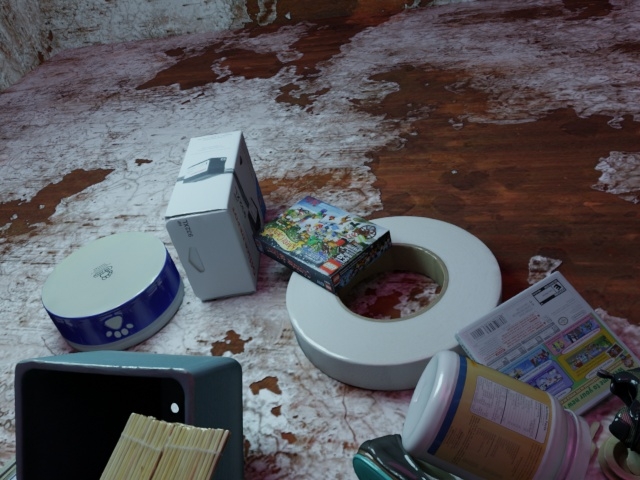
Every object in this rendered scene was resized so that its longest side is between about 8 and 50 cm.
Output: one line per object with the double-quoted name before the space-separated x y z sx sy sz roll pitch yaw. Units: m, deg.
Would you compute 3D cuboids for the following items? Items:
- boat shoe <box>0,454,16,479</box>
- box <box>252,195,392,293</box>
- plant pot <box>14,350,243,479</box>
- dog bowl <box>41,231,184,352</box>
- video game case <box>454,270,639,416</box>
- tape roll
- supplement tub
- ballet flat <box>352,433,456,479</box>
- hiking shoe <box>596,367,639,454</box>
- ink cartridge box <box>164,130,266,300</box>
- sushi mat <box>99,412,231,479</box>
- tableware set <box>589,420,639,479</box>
"boat shoe" -0.398 0.322 0.910 0.302 0.109 0.094 -38 42 -24
"box" 0.000 0.000 1.124 0.159 0.044 0.233 -37 42 -27
"plant pot" -0.224 0.268 0.792 0.247 0.248 0.252 -1 0 16
"dog bowl" -0.427 0.101 1.196 0.265 0.104 0.265 -9 38 7
"video game case" 0.346 0.170 0.877 0.212 0.023 0.193 -27 63 -16
"tape roll" 0.132 0.097 1.054 0.392 0.072 0.392 -9 37 7
"supplement tub" 0.221 0.243 0.741 0.200 0.144 0.144 23 46 4
"ballet flat" 0.154 0.340 0.728 0.096 0.095 0.280 -20 36 -27
"hiking shoe" 0.425 0.256 0.719 0.114 0.086 0.227 -5 36 7
"ink cartridge box" -0.211 -0.060 1.233 0.129 0.223 0.307 -8 38 6
"sushi mat" -0.199 0.319 0.536 0.151 0.019 0.316 0 54 33
"tableware set" 0.381 0.316 0.725 0.128 0.039 0.194 18 47 35
